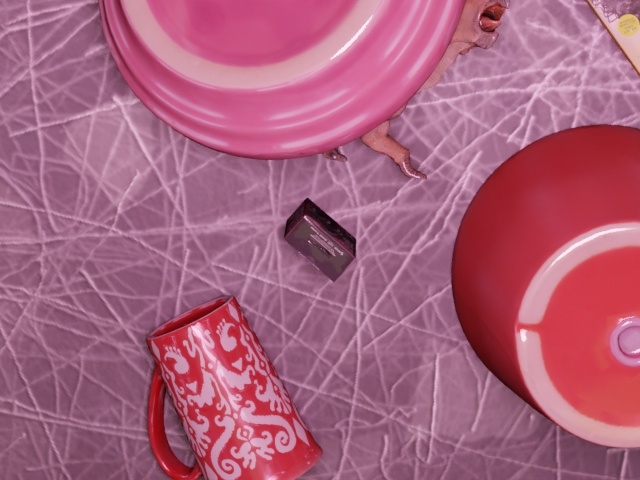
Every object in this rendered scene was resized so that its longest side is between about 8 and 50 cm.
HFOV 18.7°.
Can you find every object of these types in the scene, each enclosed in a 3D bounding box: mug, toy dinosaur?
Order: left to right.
[{"bbox_3d":[-0.100,0.152,1.789,0.150,0.113,0.169,-24,98,4],"label":"mug"},{"bbox_3d":[0.018,-0.172,1.715,0.295,0.127,0.200,14,93,13],"label":"toy dinosaur"}]

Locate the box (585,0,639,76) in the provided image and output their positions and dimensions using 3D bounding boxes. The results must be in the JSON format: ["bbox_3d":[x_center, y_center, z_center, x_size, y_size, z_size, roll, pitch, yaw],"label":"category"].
[{"bbox_3d":[0.301,-0.194,1.734,0.087,0.058,0.232,-37,101,8],"label":"box"}]

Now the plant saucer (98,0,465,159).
[{"bbox_3d":[-0.042,-0.237,1.642,0.332,0.084,0.332,-3,80,16],"label":"plant saucer"}]

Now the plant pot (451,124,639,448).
[{"bbox_3d":[0.255,0.053,1.696,0.275,0.243,0.275,0,103,0],"label":"plant pot"}]

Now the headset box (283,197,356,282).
[{"bbox_3d":[0.000,0.000,1.765,0.062,0.083,0.032,40,100,-7],"label":"headset box"}]
